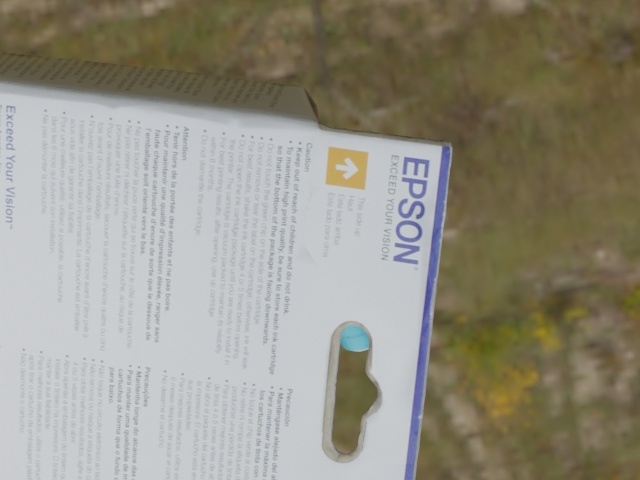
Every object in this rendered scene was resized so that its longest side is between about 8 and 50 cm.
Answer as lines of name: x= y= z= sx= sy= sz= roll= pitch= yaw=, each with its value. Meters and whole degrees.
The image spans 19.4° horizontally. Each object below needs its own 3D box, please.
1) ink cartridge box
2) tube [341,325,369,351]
ink cartridge box: x=-0.098 y=0.059 z=1.106 sx=0.330 sy=0.324 sz=0.071 roll=8 pitch=-156 yaw=5
tube: x=0.000 y=0.000 z=1.583 sx=0.080 sy=0.052 sz=0.207 roll=-18 pitch=120 yaw=20
